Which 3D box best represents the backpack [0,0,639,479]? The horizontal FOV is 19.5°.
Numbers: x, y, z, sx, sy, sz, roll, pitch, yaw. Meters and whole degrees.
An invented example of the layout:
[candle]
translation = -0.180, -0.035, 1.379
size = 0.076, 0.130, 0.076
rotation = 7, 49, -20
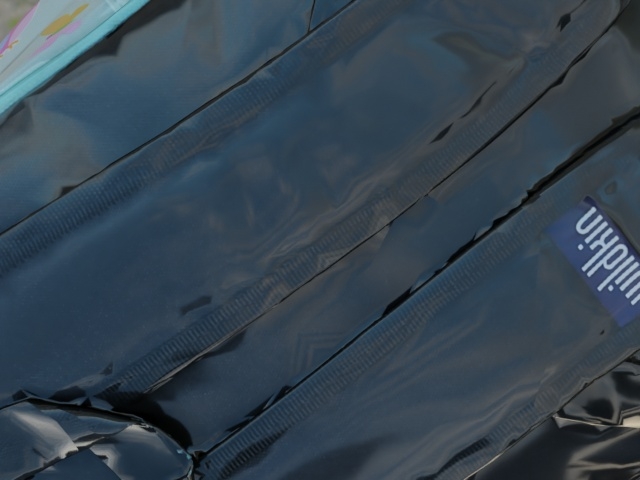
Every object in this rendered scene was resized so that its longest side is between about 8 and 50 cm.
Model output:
[backpack]
translation = 0.000, 0.000, 0.412
size = 0.166, 0.188, 0.144
rotation = 53, 172, -18
